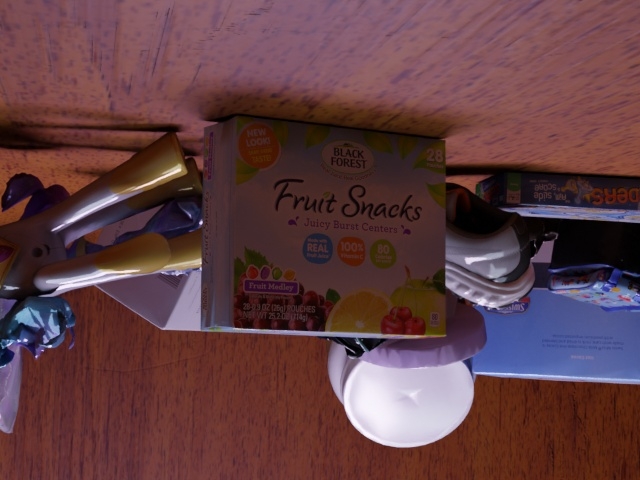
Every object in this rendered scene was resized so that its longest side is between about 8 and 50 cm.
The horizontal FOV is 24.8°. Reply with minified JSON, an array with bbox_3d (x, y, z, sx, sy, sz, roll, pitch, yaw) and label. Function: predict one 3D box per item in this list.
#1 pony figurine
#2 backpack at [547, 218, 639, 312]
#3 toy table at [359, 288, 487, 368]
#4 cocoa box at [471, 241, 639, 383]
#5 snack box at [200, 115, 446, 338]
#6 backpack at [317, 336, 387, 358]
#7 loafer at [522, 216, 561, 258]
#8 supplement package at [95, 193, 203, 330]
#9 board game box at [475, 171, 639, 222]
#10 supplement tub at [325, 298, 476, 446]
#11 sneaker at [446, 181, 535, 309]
[{"bbox_3d":[-0.282,0.019,1.393,0.363,0.303,0.351,-19,177,-1],"label":"pony figurine"},{"bbox_3d":[0.393,0.032,1.826,0.173,0.117,0.158,19,169,-24],"label":"backpack"},{"bbox_3d":[0.112,0.057,1.893,0.252,0.161,0.274,-13,-168,-20],"label":"toy table"},{"bbox_3d":[0.408,0.094,2.142,0.347,0.228,0.231,1,176,15],"label":"cocoa box"},{"bbox_3d":[0.004,-0.007,1.225,0.207,0.175,0.070,5,172,-31],"label":"snack box"},{"bbox_3d":[0.000,0.000,1.413,0.188,0.144,0.166,43,174,-26],"label":"backpack"},{"bbox_3d":[0.235,-0.012,1.760,0.080,0.078,0.220,0,176,26],"label":"loafer"},{"bbox_3d":[-0.142,0.020,1.736,0.134,0.139,0.244,31,-170,25],"label":"supplement package"},{"bbox_3d":[0.277,-0.045,1.551,0.201,0.035,0.136,3,176,-6],"label":"board game box"},{"bbox_3d":[0.120,0.146,2.241,0.228,0.228,0.316,2,-150,-4],"label":"supplement tub"},{"bbox_3d":[0.102,-0.026,1.525,0.271,0.108,0.100,19,-137,25],"label":"sneaker"}]
